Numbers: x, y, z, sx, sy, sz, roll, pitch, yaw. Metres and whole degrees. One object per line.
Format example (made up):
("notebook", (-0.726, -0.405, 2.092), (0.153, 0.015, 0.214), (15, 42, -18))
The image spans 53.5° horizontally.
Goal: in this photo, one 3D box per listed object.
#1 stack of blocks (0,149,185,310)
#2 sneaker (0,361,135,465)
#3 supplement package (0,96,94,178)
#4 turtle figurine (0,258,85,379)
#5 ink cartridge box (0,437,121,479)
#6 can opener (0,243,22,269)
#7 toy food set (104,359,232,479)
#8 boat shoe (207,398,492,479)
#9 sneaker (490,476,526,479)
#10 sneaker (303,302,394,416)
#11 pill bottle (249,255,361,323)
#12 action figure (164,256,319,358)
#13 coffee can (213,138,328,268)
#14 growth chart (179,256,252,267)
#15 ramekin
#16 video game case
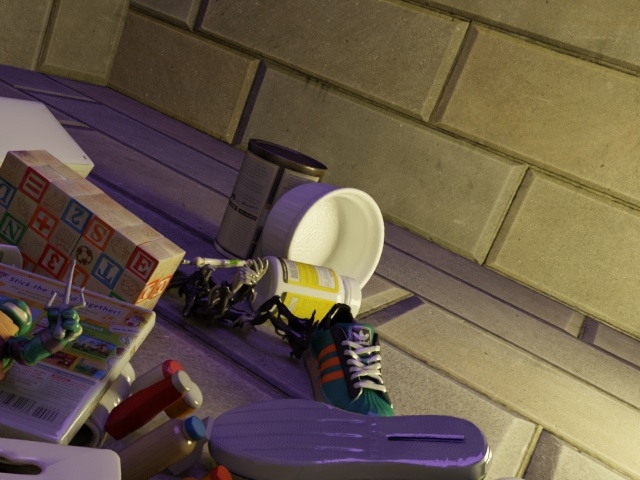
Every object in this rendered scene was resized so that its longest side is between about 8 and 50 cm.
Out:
("stack of blocks", (-0.387, 0.009, 1.007), (0.297, 0.171, 0.087), (35, 16, 7))
("sneaker", (-0.356, 0.143, 0.685), (0.293, 0.108, 0.169), (20, 10, -10))
("supplement package", (-0.635, -0.172, 1.265), (0.204, 0.145, 0.262), (47, 20, 13))
("turtle figurine", (-0.306, 0.078, 0.568), (0.175, 0.118, 0.234), (17, 15, -2))
("ink cartridge box", (-0.224, 0.269, 0.369), (0.207, 0.119, 0.353), (14, 16, -22))
("can opener", (-0.558, 0.029, 0.883), (0.280, 0.074, 0.093), (12, 17, -34))
("toy food set", (-0.153, 0.198, 0.692), (0.111, 0.105, 0.232), (54, 9, -16))
("boat shoe", (0.030, 0.275, 0.756), (0.335, 0.119, 0.121), (4, 25, 8))
("sneaker", (0.143, 0.353, 0.625), (0.366, 0.135, 0.150), (-2, 34, -40))
("sneaker", (0.050, 0.202, 1.040), (0.108, 0.121, 0.302), (15, 15, -23))
("pill bottle", (-0.028, 0.107, 1.293), (0.209, 0.119, 0.119), (14, 15, -30))
("action figure", (-0.137, 0.099, 1.125), (0.276, 0.140, 0.164), (24, 15, -4))
("coffee can", (-0.124, -0.085, 1.553), (0.202, 0.275, 0.201), (21, 14, -5))
("growth chart", (-0.272, 0.041, 1.219), (0.237, 0.021, 0.172), (1, -3, 31))
("ramekin", (0.000, 0.000, 1.447), (0.277, 0.277, 0.135), (9, 12, -42))
("video game case", (-0.319, 0.107, 0.659), (0.227, 0.026, 0.206), (17, 31, 4))
